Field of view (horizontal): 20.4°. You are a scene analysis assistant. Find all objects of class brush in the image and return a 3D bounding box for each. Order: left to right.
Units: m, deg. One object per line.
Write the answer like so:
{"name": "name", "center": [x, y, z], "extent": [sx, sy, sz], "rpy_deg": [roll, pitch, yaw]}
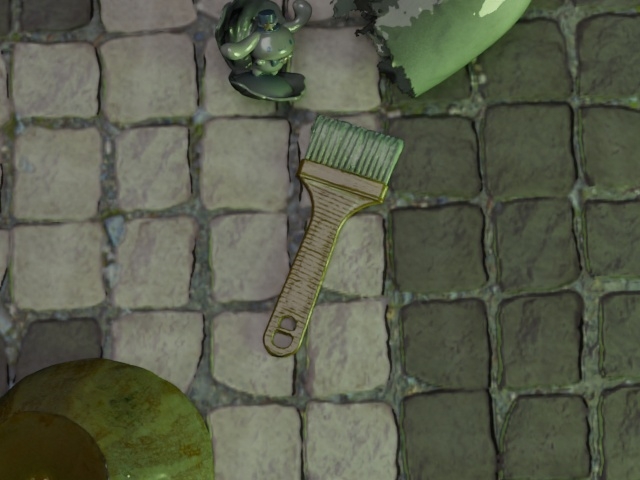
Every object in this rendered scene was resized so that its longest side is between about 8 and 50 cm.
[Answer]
{"name": "brush", "center": [0.000, 0.000, 1.552], "extent": [0.082, 0.010, 0.218], "rpy_deg": [19, 82, 4]}

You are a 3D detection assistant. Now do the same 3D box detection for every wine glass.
{"name": "wine glass", "center": [0.162, -0.262, 1.531], "extent": [0.321, 0.143, 0.143], "rpy_deg": [-41, 81, -6]}

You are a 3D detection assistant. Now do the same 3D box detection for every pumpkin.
{"name": "pumpkin", "center": [-0.202, 0.203, 1.477], "extent": [0.217, 0.110, 0.217], "rpy_deg": [-1, 84, 6]}

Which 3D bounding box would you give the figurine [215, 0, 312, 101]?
{"name": "figurine", "center": [-0.052, -0.170, 1.546], "extent": [0.082, 0.094, 0.086], "rpy_deg": [25, 114, 41]}
